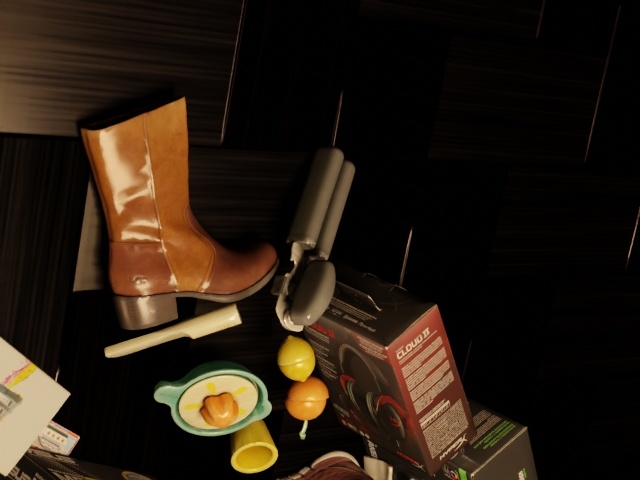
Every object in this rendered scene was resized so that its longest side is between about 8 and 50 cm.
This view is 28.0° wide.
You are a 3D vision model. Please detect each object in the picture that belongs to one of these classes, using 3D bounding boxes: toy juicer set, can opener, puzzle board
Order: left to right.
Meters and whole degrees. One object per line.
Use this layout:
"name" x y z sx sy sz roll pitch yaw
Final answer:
"puzzle board" -0.381 0.271 1.659 0.128 0.011 0.096 42 77 -43
"toy juicer set" -0.112 0.198 1.757 0.209 0.089 0.329 -33 132 14
"can opener" 0.000 0.000 1.789 0.074 0.093 0.280 48 49 -49

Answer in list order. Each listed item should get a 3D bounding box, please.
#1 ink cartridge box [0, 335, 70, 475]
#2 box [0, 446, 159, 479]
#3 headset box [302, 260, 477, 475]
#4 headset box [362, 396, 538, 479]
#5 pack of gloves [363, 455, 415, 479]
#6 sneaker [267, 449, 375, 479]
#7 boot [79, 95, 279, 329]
"ink cartridge box" -0.414 0.166 1.508 0.127 0.128 0.176 -52 133 -14
"box" -0.255 0.352 1.648 0.270 0.216 0.060 27 89 -47
"headset box" 0.091 0.176 1.897 0.110 0.218 0.293 -38 128 -25
"headset box" 0.219 0.377 2.042 0.131 0.283 0.246 -35 127 -28
"pack of gloves" 0.108 0.474 2.015 0.046 0.195 0.232 -4 97 -32
"sneaker" -0.014 0.423 1.934 0.281 0.162 0.106 -29 123 -30
"boot" -0.179 -0.052 1.687 0.264 0.096 0.281 -16 109 -29
